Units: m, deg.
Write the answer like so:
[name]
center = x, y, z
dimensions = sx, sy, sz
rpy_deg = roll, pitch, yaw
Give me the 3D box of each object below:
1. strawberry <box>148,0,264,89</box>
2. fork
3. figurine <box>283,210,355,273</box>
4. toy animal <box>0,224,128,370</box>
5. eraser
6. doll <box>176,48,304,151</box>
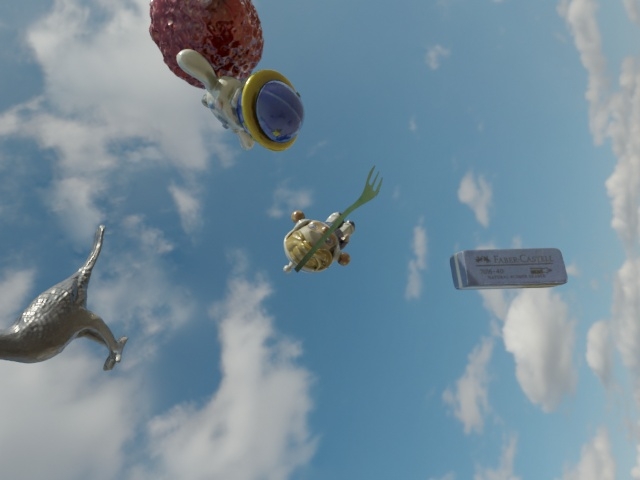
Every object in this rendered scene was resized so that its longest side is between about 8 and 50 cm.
[strawberry]
center = -0.286, -0.520, 1.151
dimensions = 0.310, 0.292, 0.291
rpy_deg = -35, -59, -75
[fork]
center = 0.038, -0.034, 0.775
dimensions = 0.235, 0.021, 0.039
rpy_deg = -51, -61, -21
[figurine]
center = -0.006, -0.008, 1.306
dimensions = 0.194, 0.133, 0.274
rpy_deg = 31, -147, -10
[toy animal]
center = -0.392, 0.124, 0.743
dimensions = 0.206, 0.081, 0.367
rpy_deg = 41, -146, -6
[eraser]
center = 0.389, 0.060, 0.986
dimensions = 0.036, 0.225, 0.081
rpy_deg = 88, -179, -65
[doll]
center = -0.163, -0.327, 1.057
dimensions = 0.159, 0.243, 0.311
rpy_deg = -55, -44, -6
